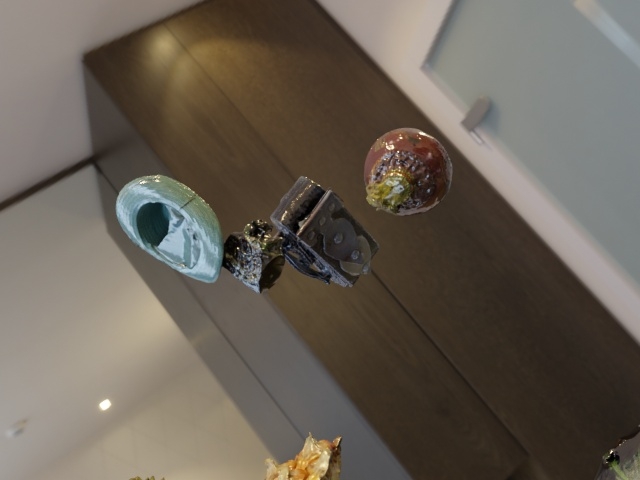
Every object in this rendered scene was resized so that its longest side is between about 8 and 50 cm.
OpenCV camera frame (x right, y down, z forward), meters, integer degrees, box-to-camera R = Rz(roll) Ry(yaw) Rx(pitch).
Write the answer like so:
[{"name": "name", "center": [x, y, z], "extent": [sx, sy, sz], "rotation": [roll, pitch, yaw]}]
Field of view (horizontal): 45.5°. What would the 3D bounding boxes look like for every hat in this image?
[{"name": "hat", "center": [-0.202, -0.021, 1.105], "extent": [0.078, 0.191, 0.138], "rotation": [-44, -16, -50]}]

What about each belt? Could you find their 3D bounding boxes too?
[{"name": "belt", "center": [0.001, 0.000, 1.271], "extent": [0.128, 0.122, 0.218], "rotation": [-55, -44, -7]}]

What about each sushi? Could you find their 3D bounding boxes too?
[{"name": "sushi", "center": [-0.092, 0.020, 1.085], "extent": [0.056, 0.083, 0.084], "rotation": [8, -63, -45]}]

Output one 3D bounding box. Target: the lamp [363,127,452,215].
[{"name": "lamp", "center": [0.146, -0.113, 1.318], "extent": [0.135, 0.156, 0.157], "rotation": [-37, -54, -59]}]

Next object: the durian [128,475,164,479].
[{"name": "durian", "center": [-0.230, 0.320, 0.868], "extent": [0.187, 0.108, 0.119], "rotation": [-28, -46, -10]}]

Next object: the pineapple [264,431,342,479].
[{"name": "pineapple", "center": [-0.058, 0.394, 0.891], "extent": [0.161, 0.334, 0.158], "rotation": [2, -13, 9]}]

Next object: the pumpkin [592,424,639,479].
[{"name": "pumpkin", "center": [0.508, 0.386, 1.002], "extent": [0.296, 0.296, 0.296], "rotation": [-37, -15, -11]}]
